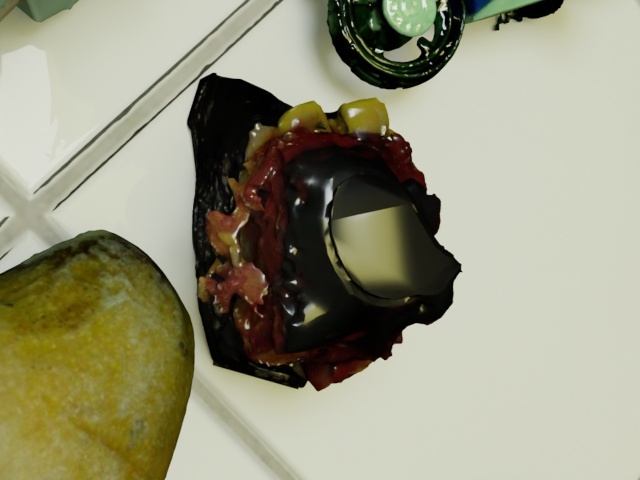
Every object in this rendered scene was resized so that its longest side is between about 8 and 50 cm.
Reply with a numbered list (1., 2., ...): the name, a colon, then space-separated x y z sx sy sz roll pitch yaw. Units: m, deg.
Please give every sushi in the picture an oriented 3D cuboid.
1. sushi: 0.000 0.000 0.532 0.153 0.150 0.172 21 79 -26

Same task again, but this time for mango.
1. mango: -0.190 0.127 0.430 0.329 0.176 0.176 -32 127 -44

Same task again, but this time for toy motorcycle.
1. toy motorcycle: 0.123 -0.242 0.629 0.331 0.125 0.196 -30 103 -22

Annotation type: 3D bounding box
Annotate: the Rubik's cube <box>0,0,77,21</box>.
1. Rubik's cube: -0.167 -0.200 0.416 0.213 0.224 0.265 40 73 -5
